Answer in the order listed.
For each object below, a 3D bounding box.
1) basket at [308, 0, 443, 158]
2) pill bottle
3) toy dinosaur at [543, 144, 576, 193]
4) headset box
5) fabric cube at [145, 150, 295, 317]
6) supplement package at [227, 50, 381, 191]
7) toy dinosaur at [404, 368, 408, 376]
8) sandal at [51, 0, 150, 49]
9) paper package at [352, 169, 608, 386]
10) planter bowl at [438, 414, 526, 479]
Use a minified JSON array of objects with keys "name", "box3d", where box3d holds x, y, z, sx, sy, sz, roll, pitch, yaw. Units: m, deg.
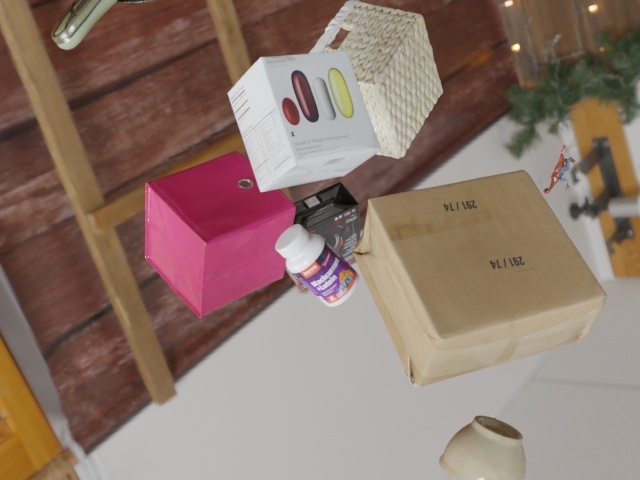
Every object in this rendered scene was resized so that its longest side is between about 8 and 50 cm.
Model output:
[{"name":"basket","box3d":[0.154,-0.467,2.423,0.266,0.331,0.328,15,-120,32]},{"name":"pill bottle","box3d":[-0.010,0.054,1.906,0.108,0.193,0.108,-36,-154,21]},{"name":"toy dinosaur","box3d":[0.473,-0.135,1.680,0.082,0.090,0.047,-43,-155,-11]},{"name":"headset box","box3d":[0.000,0.000,2.417,0.218,0.293,0.110,-26,-126,-16]},{"name":"fabric cube","box3d":[-0.250,-0.022,2.023,0.258,0.259,0.254,-24,-127,-33]},{"name":"supplement package","box3d":[-0.031,-0.221,1.535,0.194,0.203,0.149,-14,171,-33]},{"name":"toy dinosaur","box3d":[0.209,0.148,1.775,0.121,0.313,0.160,-20,-146,-19]},{"name":"sandal","box3d":[-0.291,-0.397,1.300,0.303,0.086,0.120,-49,-152,-9]},{"name":"paper package","box3d":[0.262,0.055,1.434,0.324,0.168,0.309,-13,-123,-18]},{"name":"planter bowl","box3d":[0.316,0.396,1.564,0.162,0.109,0.162,18,-173,-3]}]
